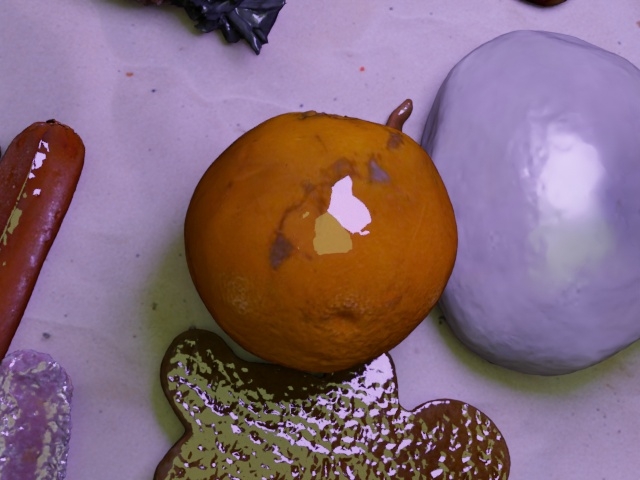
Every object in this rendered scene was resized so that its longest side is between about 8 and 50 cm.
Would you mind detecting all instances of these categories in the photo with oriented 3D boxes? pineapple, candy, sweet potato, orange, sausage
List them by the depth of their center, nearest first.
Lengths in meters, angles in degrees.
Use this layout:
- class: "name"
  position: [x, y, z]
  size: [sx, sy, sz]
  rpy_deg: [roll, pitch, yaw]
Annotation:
- class: "orange"
  position: [0.000, 0.000, 1.184]
  size: [0.312, 0.312, 0.312]
  rpy_deg: [1, 82, -8]
- class: "sausage"
  position: [-0.373, 0.011, 1.237]
  size: [0.102, 0.102, 0.330]
  rpy_deg: [22, 79, -4]
- class: "candy"
  position: [0.302, -0.062, 1.301]
  size: [0.386, 0.186, 0.426]
  rpy_deg: [-20, 81, -6]
- class: "pineapple"
  position: [-0.163, -0.328, 1.305]
  size: [0.248, 0.128, 0.128]
  rpy_deg: [28, 79, -8]
- class: "sweet potato"
  position: [0.088, -0.100, 1.342]
  size: [0.044, 0.044, 0.179]
  rpy_deg: [10, 80, -6]

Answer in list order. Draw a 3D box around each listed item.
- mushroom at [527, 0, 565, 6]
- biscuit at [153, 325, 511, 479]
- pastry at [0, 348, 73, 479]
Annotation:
- class: "mushroom"
  position: [0.299, -0.374, 1.406]
  size: [0.123, 0.052, 0.123]
  rpy_deg: [2, 78, -9]
- class: "biscuit"
  position: [0.015, 0.258, 1.268]
  size: [0.432, 0.064, 0.282]
  rpy_deg: [5, 72, -8]
- class: "pastry"
  position: [-0.345, 0.261, 1.201]
  size: [0.103, 0.112, 0.265]
  rpy_deg: [12, 73, -14]
